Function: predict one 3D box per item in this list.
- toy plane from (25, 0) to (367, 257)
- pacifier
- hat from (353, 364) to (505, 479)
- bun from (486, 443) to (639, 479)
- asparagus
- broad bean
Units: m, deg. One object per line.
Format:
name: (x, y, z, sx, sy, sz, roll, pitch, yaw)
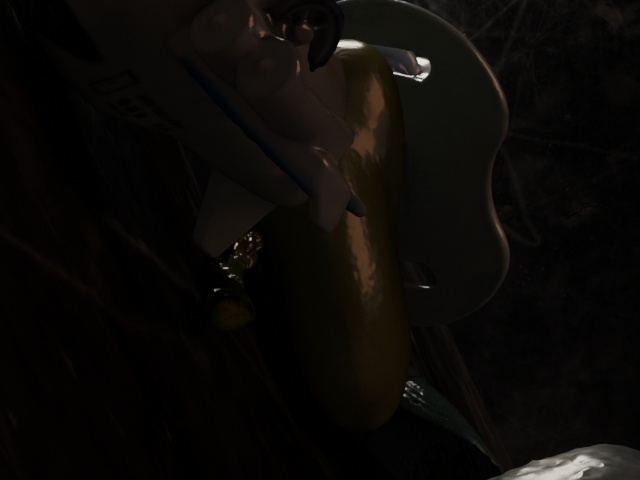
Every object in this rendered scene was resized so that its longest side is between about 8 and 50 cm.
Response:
toy plane: (-0.063, -0.096, 0.902, 0.267, 0.122, 0.267, 48, -6, 6)
pacifier: (0.025, -0.043, 1.406, 0.226, 0.238, 0.287, -43, 141, -53)
hat: (0.062, 0.154, 1.303, 0.191, 0.078, 0.138, 38, -30, 60)
bun: (0.131, 0.258, 0.773, 0.362, 0.211, 0.362, -21, 90, -85)
asparagus: (-0.049, 0.022, 0.997, 0.027, 0.034, 0.236, 56, 5, -8)
broad bean: (0.000, 0.000, 1.202, 0.189, 0.121, 0.263, 94, -7, -71)
